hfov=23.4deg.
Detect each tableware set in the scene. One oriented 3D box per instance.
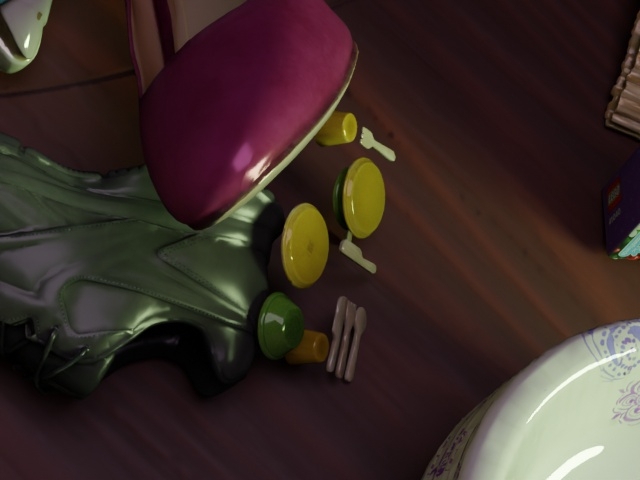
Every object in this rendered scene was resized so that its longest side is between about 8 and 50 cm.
[{"bbox_3d":[0.000,0.000,0.884,0.024,0.104,0.154,3,74,30],"label":"tableware set"}]

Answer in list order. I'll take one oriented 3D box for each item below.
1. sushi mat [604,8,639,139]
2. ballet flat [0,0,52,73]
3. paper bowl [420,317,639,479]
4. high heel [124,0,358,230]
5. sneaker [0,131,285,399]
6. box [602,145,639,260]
[{"bbox_3d":[0.355,-0.093,1.049,0.316,0.019,0.151,20,83,-8],"label":"sushi mat"},{"bbox_3d":[-0.214,-0.120,0.880,0.247,0.083,0.087,-38,107,-27],"label":"ballet flat"},{"bbox_3d":[0.178,0.194,0.822,0.284,0.148,0.284,6,67,-15],"label":"paper bowl"},{"bbox_3d":[-0.083,-0.146,0.804,0.181,0.127,0.377,45,16,-22],"label":"high heel"},{"bbox_3d":[-0.157,0.017,0.818,0.286,0.109,0.130,6,70,-14],"label":"sneaker"},{"bbox_3d":[0.317,-0.064,0.894,0.201,0.293,0.057,10,59,-14],"label":"box"}]
